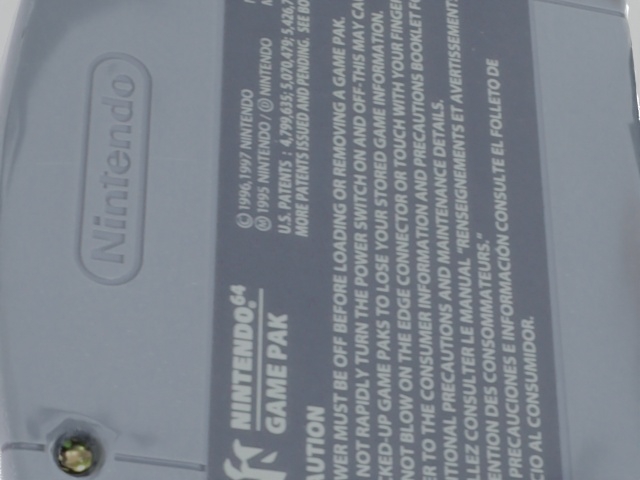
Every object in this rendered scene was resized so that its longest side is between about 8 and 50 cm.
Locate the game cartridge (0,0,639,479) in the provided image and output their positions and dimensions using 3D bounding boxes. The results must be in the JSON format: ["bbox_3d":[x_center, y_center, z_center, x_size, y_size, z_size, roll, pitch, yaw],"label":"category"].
[{"bbox_3d":[0.000,0.000,0.549,0.198,0.297,0.062,7,-32,-10],"label":"game cartridge"}]
